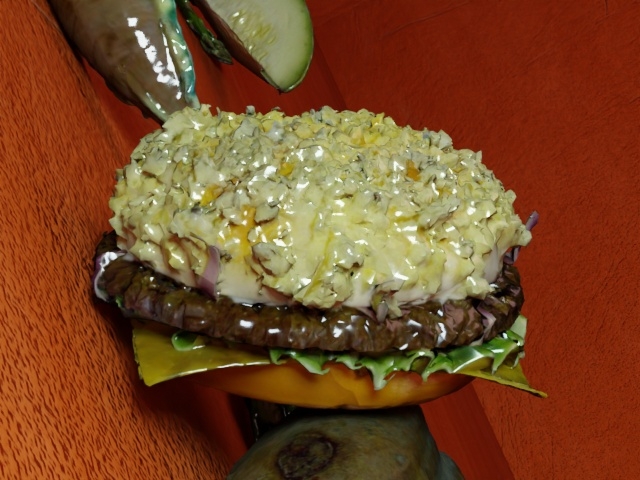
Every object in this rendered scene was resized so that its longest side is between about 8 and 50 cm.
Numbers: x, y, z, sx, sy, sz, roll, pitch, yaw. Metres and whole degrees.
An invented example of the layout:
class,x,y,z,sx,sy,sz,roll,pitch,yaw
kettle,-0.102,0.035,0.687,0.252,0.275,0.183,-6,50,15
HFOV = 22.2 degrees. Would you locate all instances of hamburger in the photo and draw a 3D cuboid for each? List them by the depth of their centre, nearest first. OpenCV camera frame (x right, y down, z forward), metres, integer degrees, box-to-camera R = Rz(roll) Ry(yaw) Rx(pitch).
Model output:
class,x,y,z,sx,sy,sz,roll,pitch,yaw
hamburger,0.000,0.000,0.860,0.262,0.243,0.138,-136,-129,-70

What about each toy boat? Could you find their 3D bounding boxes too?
class,x,y,z,sx,sy,sz,roll,pitch,yaw
toy boat,-0.138,-0.181,1.102,0.099,0.108,0.293,15,44,-41

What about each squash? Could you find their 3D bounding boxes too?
class,x,y,z,sx,sy,sz,roll,pitch,yaw
squash,-0.077,-0.260,1.703,0.169,0.093,0.252,56,-4,-23

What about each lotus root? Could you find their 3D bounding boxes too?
class,x,y,z,sx,sy,sz,roll,pitch,yaw
lotus root,0.013,0.145,0.835,0.124,0.123,0.241,48,11,0

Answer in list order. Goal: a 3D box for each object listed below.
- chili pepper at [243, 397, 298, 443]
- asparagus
class,x,y,z,sx,sy,sz,roll,pitch,yaw
chili pepper,-0.006,0.144,1.007,0.073,0.050,0.182,65,2,-68
asparagus,-0.151,-0.263,1.697,0.233,0.023,0.022,55,39,-40
